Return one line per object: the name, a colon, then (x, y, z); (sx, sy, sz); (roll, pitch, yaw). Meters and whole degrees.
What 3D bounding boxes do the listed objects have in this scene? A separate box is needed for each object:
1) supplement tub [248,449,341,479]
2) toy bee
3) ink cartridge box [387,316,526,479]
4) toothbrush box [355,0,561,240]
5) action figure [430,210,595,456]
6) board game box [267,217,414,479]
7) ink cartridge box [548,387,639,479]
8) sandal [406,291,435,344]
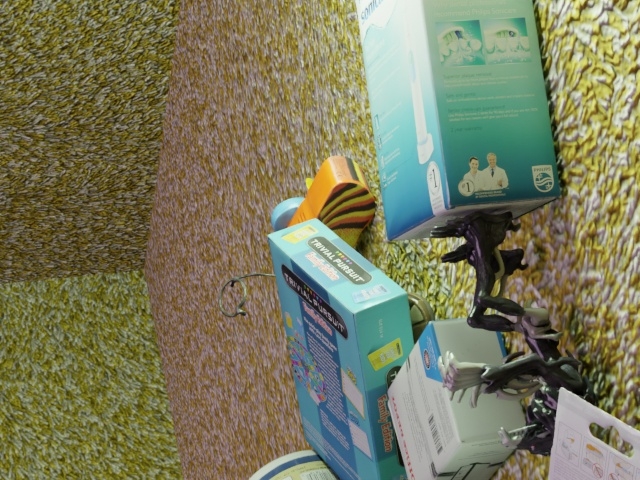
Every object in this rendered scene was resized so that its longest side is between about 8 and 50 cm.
supplement tub: (0.017, 0.458, 1.983); (0.316, 0.228, 0.228); (-122, 31, -59)
toy bee: (0.000, 0.000, 2.099); (0.298, 0.162, 0.195); (-29, 56, 46)
ink cartridge box: (0.153, 0.196, 1.669); (0.203, 0.086, 0.148); (111, 149, -60)
toothbrush box: (0.137, -0.163, 1.528); (0.216, 0.126, 0.295); (143, 119, -73)
action figure: (0.182, 0.119, 1.421); (0.164, 0.141, 0.275); (77, 175, -67)
board game box: (0.042, 0.172, 1.902); (0.254, 0.079, 0.336); (40, 145, 55)
ink cartridge box: (0.265, 0.234, 1.297); (0.145, 0.045, 0.179); (29, 121, 51)
sandal: (0.095, 0.091, 1.903); (0.219, 0.060, 0.090); (-6, 101, 63)
